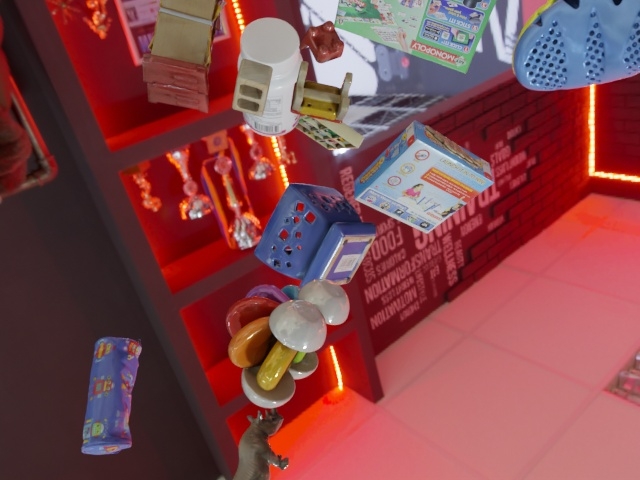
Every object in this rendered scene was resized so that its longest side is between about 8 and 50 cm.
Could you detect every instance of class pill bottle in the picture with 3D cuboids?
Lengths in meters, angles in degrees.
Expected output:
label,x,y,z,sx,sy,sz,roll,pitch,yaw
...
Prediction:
label,x,y,z,sx,sy,sz,roll,pitch,yaw
pill bottle,-0.123,-0.400,1.287,0.160,0.160,0.283,-21,162,-13

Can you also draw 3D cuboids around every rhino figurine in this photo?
label,x,y,z,sx,sy,sz,roll,pitch,yaw
rhino figurine,-0.123,0.449,1.066,0.073,0.106,0.243,-44,-150,46

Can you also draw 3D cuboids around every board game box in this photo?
label,x,y,z,sx,sy,sz,roll,pitch,yaw
board game box,0.196,-0.502,1.077,0.317,0.214,0.046,22,-127,6
board game box,0.314,-0.183,1.603,0.302,0.308,0.086,-43,-147,42

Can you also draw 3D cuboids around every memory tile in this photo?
label,x,y,z,sx,sy,sz,roll,pitch,yaw
memory tile,0.317,-0.224,1.235,0.148,0.012,0.113,15,-149,-44

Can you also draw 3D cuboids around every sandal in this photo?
label,x,y,z,sx,sy,sz,roll,pitch,yaw
sandal,0.377,-0.236,0.569,0.317,0.126,0.138,-11,-137,29

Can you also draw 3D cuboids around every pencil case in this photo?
label,x,y,z,sx,sy,sz,roll,pitch,yaw
pencil case,-0.552,0.409,1.372,0.119,0.133,0.306,-10,-123,5

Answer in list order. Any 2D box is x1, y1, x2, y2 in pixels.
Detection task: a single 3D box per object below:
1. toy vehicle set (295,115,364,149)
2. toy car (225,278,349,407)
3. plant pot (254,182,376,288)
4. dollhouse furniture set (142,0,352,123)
label,x,y,z,sx,sy,sz,roll,pitch,yaw
toy vehicle set,0.007,-0.323,1.487,0.035,0.166,0.267,-60,-161,-1
toy car,-0.057,0.121,0.705,0.136,0.159,0.182,34,-153,13
plant pot,0.000,0.000,1.401,0.212,0.236,0.236,39,-158,28
dollhouse furniture set,-0.129,-0.342,0.971,0.373,0.202,0.152,11,165,-10
